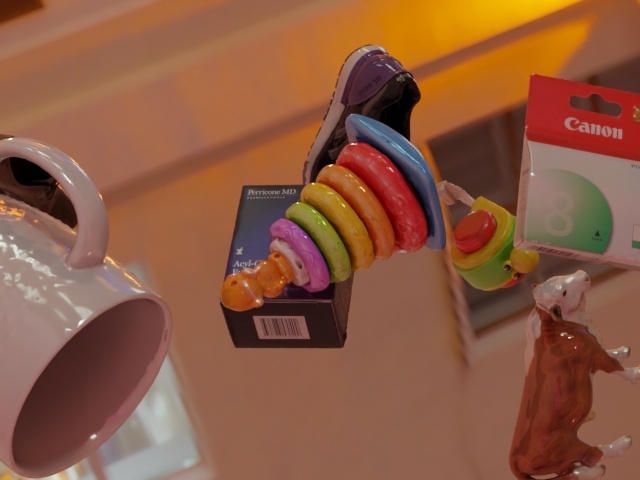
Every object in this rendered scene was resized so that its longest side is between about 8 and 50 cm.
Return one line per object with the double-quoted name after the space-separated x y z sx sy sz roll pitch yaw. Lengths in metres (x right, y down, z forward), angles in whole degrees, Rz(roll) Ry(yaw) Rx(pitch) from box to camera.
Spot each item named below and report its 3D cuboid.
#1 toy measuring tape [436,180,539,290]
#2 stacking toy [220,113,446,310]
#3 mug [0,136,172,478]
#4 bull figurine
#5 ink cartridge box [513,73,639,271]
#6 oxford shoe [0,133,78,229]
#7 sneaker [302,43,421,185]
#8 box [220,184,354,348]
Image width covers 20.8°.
0.221 -0.003 2.546 0.330 0.121 0.121 36 -34 63 "toy measuring tape"
0.000 0.000 2.180 0.175 0.302 0.166 40 -23 36 "stacking toy"
-0.377 0.050 2.138 0.328 0.276 0.374 36 -60 23 "mug"
0.357 0.201 2.474 0.101 0.188 0.310 -176 -78 -71 "bull figurine"
0.331 -0.085 2.088 0.056 0.181 0.225 144 -45 -74 "ink cartridge box"
-0.399 -0.072 2.439 0.227 0.096 0.083 45 51 -50 "oxford shoe"
0.061 -0.124 2.461 0.124 0.107 0.283 44 -50 42 "sneaker"
-0.038 0.033 2.311 0.108 0.153 0.207 76 16 -49 "box"
